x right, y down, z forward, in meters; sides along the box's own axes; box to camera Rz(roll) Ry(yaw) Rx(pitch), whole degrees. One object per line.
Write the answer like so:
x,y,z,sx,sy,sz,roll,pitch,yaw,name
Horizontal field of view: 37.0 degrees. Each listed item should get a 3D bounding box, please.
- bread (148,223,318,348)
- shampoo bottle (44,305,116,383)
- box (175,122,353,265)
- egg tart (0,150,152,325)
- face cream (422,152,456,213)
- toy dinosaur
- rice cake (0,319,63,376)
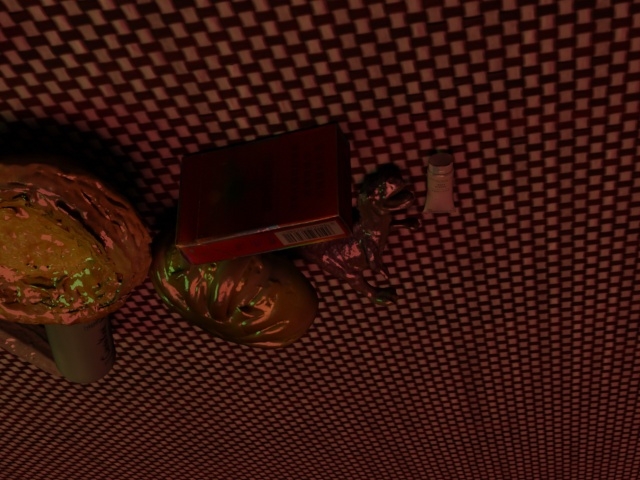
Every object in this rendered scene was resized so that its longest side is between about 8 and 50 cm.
-0.108,0.058,1.107,0.213,0.105,0.213,21,167,5,bread
-0.314,0.099,1.235,0.085,0.085,0.262,3,150,-7,shampoo bottle
-0.056,-0.044,0.960,0.175,0.112,0.048,-10,150,17,box
-0.307,-0.011,1.027,0.290,0.107,0.291,1,144,1,egg tart
0.129,-0.058,1.032,0.038,0.020,0.115,-4,153,4,face cream
0.002,-0.004,1.101,0.251,0.072,0.200,-3,142,28,toy dinosaur
-0.424,0.125,1.314,0.057,0.052,0.256,16,161,32,rice cake
